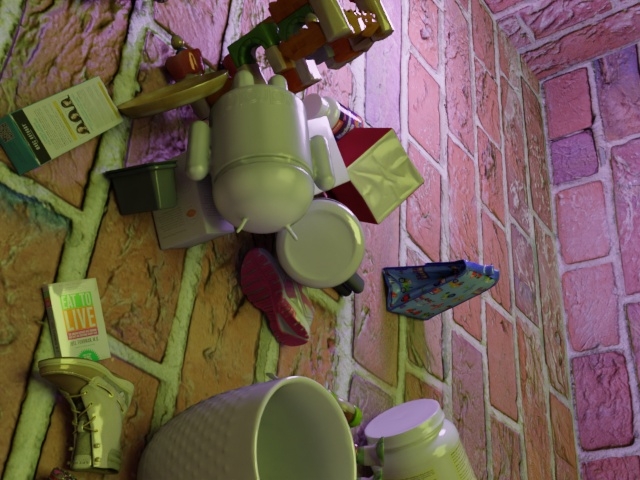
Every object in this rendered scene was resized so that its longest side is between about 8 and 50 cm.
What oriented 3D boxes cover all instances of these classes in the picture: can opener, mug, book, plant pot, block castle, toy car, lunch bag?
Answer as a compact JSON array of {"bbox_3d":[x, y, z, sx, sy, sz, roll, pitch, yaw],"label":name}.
[{"bbox_3d":[0.016,0.030,2.061,0.283,0.076,0.095,46,41,-36],"label":"can opener"},{"bbox_3d":[-0.156,0.434,1.368,0.276,0.328,0.374,47,40,-33],"label":"mug"},{"bbox_3d":[-0.422,0.142,1.397,0.096,0.035,0.144,-7,81,-53],"label":"book"},{"bbox_3d":[-0.292,-0.289,1.618,0.236,0.236,0.032,-46,123,-54],"label":"plant pot"},{"bbox_3d":[-0.092,-0.454,1.781,0.303,0.453,0.213,-23,88,-57],"label":"block castle"},{"bbox_3d":[-0.018,0.425,1.798,0.155,0.149,0.188,42,68,-50],"label":"toy car"},{"bbox_3d":[0.363,0.125,2.327,0.221,0.293,0.138,19,59,-52],"label":"lunch bag"}]

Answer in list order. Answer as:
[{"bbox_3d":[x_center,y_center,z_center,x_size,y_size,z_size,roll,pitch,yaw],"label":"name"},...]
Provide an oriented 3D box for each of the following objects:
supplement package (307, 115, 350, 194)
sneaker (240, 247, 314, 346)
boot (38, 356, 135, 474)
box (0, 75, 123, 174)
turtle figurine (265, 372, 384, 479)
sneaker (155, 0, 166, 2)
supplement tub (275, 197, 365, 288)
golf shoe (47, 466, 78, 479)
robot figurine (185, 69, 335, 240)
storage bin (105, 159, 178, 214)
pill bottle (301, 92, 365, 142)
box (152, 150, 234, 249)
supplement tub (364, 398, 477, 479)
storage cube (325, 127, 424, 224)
[{"bbox_3d":[-0.092,-0.168,1.902,0.293,0.177,0.175,-27,97,-56],"label":"supplement package"},{"bbox_3d":[-0.094,0.116,1.843,0.252,0.103,0.111,64,29,-24],"label":"sneaker"},{"bbox_3d":[-0.386,0.288,1.317,0.213,0.077,0.165,47,39,-55],"label":"boot"},{"bbox_3d":[-0.471,-0.213,1.469,0.100,0.060,0.244,63,34,-14],"label":"box"},{"bbox_3d":[-0.007,0.421,1.620,0.198,0.266,0.275,5,87,-84],"label":"turtle figurine"},{"bbox_3d":[-0.432,-0.541,1.658,0.299,0.121,0.112,5,102,-52],"label":"sneaker"},{"bbox_3d":[0.000,0.000,1.819,0.272,0.191,0.191,-87,156,-86],"label":"supplement tub"},{"bbox_3d":[-0.381,0.436,1.290,0.186,0.067,0.086,47,68,-36],"label":"golf shoe"},{"bbox_3d":[-0.118,-0.163,1.596,0.299,0.200,0.353,1,62,-16],"label":"robot figurine"},{"bbox_3d":[-0.334,-0.101,1.564,0.098,0.135,0.091,-16,99,-58],"label":"storage bin"},{"bbox_3d":[0.030,-0.331,2.229,0.193,0.108,0.108,23,56,-49],"label":"pill bottle"},{"bbox_3d":[-0.267,-0.080,1.641,0.091,0.130,0.170,-5,79,-58],"label":"box"},{"bbox_3d":[0.259,0.582,1.999,0.235,0.235,0.325,-31,101,-57],"label":"supplement tub"},{"bbox_3d":[0.123,-0.177,2.146,0.215,0.193,0.184,-41,114,-17],"label":"storage cube"}]
